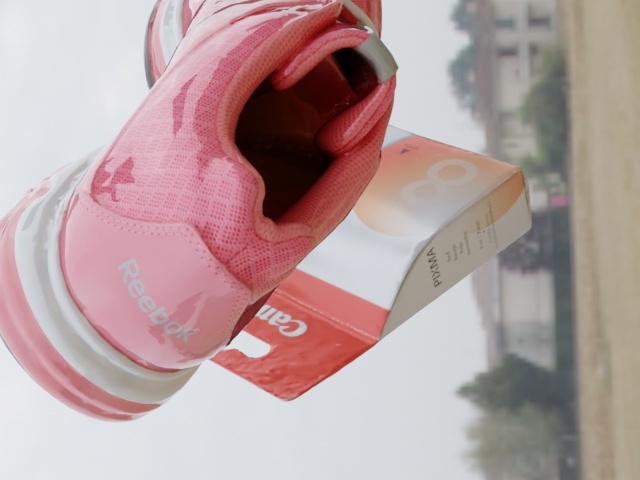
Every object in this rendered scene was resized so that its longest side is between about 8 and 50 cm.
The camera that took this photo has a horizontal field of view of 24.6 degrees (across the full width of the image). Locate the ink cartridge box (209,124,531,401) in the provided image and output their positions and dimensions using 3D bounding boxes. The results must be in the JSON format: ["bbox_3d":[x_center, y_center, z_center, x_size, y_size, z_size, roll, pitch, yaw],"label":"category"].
[{"bbox_3d":[0.000,0.000,0.782,0.179,0.145,0.045,-32,-55,-30],"label":"ink cartridge box"}]

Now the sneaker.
[{"bbox_3d":[-0.010,-0.055,0.604,0.116,0.136,0.314,47,-143,-19],"label":"sneaker"}]
